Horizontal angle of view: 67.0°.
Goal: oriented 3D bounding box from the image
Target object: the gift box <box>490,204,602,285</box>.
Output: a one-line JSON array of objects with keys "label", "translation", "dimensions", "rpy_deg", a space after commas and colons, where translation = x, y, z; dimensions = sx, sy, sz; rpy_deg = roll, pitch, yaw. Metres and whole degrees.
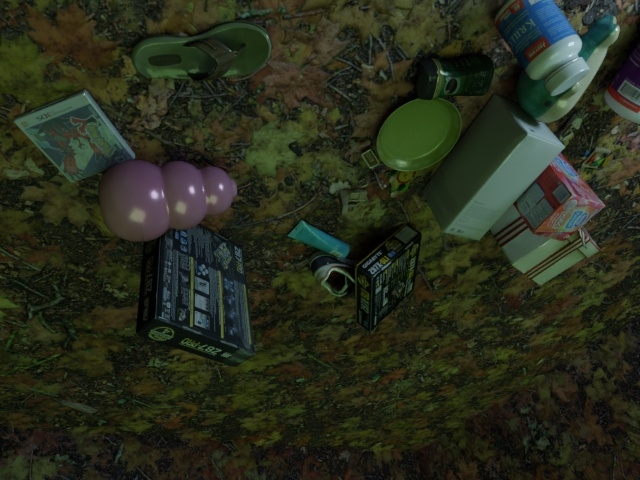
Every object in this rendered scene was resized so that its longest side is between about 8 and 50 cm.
[{"label": "gift box", "translation": [0.757, -0.015, 1.606], "dimensions": [0.255, 0.277, 0.258], "rpy_deg": [23, 125, -41]}]

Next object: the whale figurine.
[{"label": "whale figurine", "translation": [0.593, -0.426, 1.183], "dimensions": [0.141, 0.216, 0.272], "rpy_deg": [30, 135, 0]}]

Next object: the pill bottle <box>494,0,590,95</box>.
[{"label": "pill bottle", "translation": [0.499, -0.442, 1.082], "dimensions": [0.124, 0.222, 0.124], "rpy_deg": [-27, 168, -6]}]

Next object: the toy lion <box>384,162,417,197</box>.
[{"label": "toy lion", "translation": [0.245, -0.186, 1.453], "dimensions": [0.096, 0.034, 0.100], "rpy_deg": [-21, 139, -4]}]

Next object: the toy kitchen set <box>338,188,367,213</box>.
[{"label": "toy kitchen set", "translation": [0.099, -0.105, 1.461], "dimensions": [0.083, 0.075, 0.068], "rpy_deg": [-2, 138, -8]}]

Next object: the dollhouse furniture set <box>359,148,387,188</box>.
[{"label": "dollhouse furniture set", "translation": [0.140, -0.192, 1.375], "dimensions": [0.090, 0.081, 0.114], "rpy_deg": [-28, 137, 14]}]

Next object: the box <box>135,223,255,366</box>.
[{"label": "box", "translation": [-0.340, 0.122, 1.347], "dimensions": [0.097, 0.395, 0.318], "rpy_deg": [-37, 135, 24]}]

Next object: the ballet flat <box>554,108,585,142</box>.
[{"label": "ballet flat", "translation": [0.740, -0.332, 1.424], "dimensions": [0.041, 0.041, 0.114], "rpy_deg": [14, 131, -28]}]

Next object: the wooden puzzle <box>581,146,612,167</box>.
[{"label": "wooden puzzle", "translation": [0.892, -0.265, 1.559], "dimensions": [0.116, 0.014, 0.079], "rpy_deg": [-1, 136, -14]}]

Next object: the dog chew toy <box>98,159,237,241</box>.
[{"label": "dog chew toy", "translation": [-0.381, -0.113, 1.238], "dimensions": [0.331, 0.207, 0.207], "rpy_deg": [-11, 139, -17]}]

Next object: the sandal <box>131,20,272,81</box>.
[{"label": "sandal", "translation": [-0.251, -0.389, 1.046], "dimensions": [0.302, 0.086, 0.120], "rpy_deg": [-11, 138, -4]}]

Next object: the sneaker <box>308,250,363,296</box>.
[{"label": "sneaker", "translation": [0.107, 0.136, 1.692], "dimensions": [0.320, 0.128, 0.126], "rpy_deg": [14, 130, -30]}]

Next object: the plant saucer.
[{"label": "plant saucer", "translation": [0.266, -0.296, 1.332], "dimensions": [0.240, 0.037, 0.241], "rpy_deg": [-8, 138, -8]}]

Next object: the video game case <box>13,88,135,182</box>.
[{"label": "video game case", "translation": [-0.582, -0.243, 1.160], "dimensions": [0.183, 0.023, 0.201], "rpy_deg": [-19, 138, 5]}]

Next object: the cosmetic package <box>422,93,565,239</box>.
[{"label": "cosmetic package", "translation": [0.473, -0.198, 1.380], "dimensions": [0.155, 0.197, 0.366], "rpy_deg": [12, 133, -26]}]

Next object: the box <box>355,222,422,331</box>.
[{"label": "box", "translation": [0.230, 0.135, 1.667], "dimensions": [0.257, 0.079, 0.322], "rpy_deg": [-40, 147, -27]}]

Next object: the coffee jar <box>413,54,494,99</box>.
[{"label": "coffee jar", "translation": [0.326, -0.404, 1.200], "dimensions": [0.184, 0.079, 0.096], "rpy_deg": [-7, 140, -10]}]

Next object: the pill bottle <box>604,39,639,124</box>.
[{"label": "pill bottle", "translation": [0.890, -0.463, 1.218], "dimensions": [0.181, 0.182, 0.323], "rpy_deg": [1, 136, -17]}]

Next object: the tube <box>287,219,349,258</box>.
[{"label": "tube", "translation": [0.000, 0.000, 1.573], "dimensions": [0.207, 0.052, 0.080], "rpy_deg": [25, 121, -29]}]

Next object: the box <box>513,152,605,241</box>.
[{"label": "box", "translation": [0.634, -0.160, 1.385], "dimensions": [0.142, 0.300, 0.154], "rpy_deg": [12, 131, -26]}]
